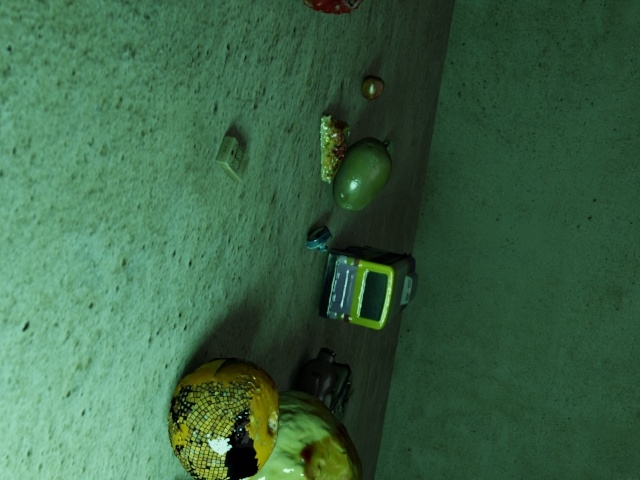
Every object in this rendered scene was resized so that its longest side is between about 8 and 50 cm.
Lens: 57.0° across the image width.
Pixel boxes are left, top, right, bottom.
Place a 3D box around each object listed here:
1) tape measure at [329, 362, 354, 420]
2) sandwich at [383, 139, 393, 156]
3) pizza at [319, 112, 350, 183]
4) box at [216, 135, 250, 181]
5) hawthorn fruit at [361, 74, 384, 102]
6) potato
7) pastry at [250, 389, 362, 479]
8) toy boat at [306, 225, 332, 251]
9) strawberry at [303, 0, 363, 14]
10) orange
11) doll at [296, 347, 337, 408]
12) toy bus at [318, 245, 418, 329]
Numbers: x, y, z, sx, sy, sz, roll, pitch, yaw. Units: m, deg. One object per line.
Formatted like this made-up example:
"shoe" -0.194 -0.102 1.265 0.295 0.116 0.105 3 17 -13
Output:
"tape measure" 0.045 0.513 1.998 0.235 0.115 0.207 50 55 -68
"sandwich" 0.248 -0.338 2.228 0.093 0.036 0.104 57 46 -65
"pizza" 0.040 -0.263 1.590 0.193 0.053 0.200 52 52 -68
"box" -0.160 -0.149 1.084 0.083 0.024 0.053 57 47 -68
"hawthorn fruit" 0.161 -0.473 1.820 0.077 0.077 0.077 11 90 -73
"potato" 0.120 -0.192 1.721 0.178 0.160 0.235 38 78 -44
"pastry" -0.072 0.527 1.280 0.388 0.313 0.388 6 90 -79
"toy boat" 0.000 0.000 1.619 0.137 0.060 0.060 -47 126 -69
"strawberry" 0.022 -0.560 1.187 0.186 0.184 0.201 64 -2 -33
"orange" -0.169 0.328 1.072 0.234 0.182 0.234 -4 90 -82
"doll" -0.022 0.451 1.741 0.182 0.117 0.257 86 20 -54
"toy bus" 0.173 0.140 1.932 0.440 0.250 0.209 -7 107 -72
